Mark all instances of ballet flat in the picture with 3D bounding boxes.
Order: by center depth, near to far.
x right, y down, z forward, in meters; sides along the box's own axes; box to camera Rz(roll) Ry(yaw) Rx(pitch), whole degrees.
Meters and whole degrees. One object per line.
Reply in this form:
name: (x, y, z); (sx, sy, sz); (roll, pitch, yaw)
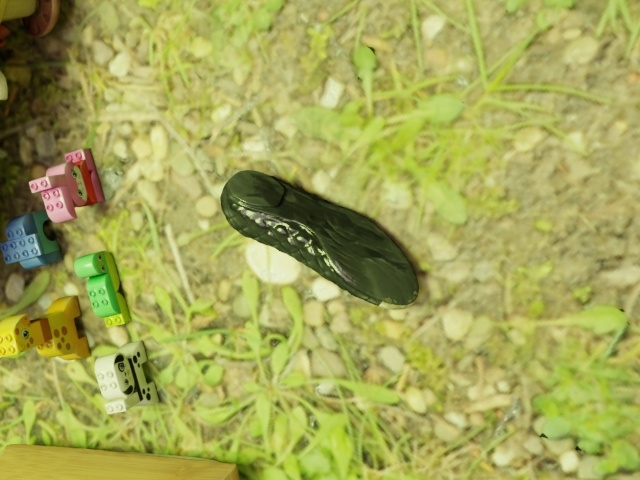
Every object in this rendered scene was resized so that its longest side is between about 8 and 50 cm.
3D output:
ballet flat: (0.000, 0.000, 0.646); (0.173, 0.049, 0.057); (32, 63, 10)

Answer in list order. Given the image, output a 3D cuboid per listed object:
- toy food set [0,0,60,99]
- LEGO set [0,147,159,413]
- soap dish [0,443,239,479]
toy food set: (-0.261, -0.222, 0.682); (0.128, 0.071, 0.218); (7, 100, 42)
LEGO set: (-0.220, 0.047, 0.693); (0.087, 0.093, 0.227); (-14, 95, 20)
soap dish: (-0.175, 0.328, 0.713); (0.228, 0.118, 0.291); (0, 98, 18)
